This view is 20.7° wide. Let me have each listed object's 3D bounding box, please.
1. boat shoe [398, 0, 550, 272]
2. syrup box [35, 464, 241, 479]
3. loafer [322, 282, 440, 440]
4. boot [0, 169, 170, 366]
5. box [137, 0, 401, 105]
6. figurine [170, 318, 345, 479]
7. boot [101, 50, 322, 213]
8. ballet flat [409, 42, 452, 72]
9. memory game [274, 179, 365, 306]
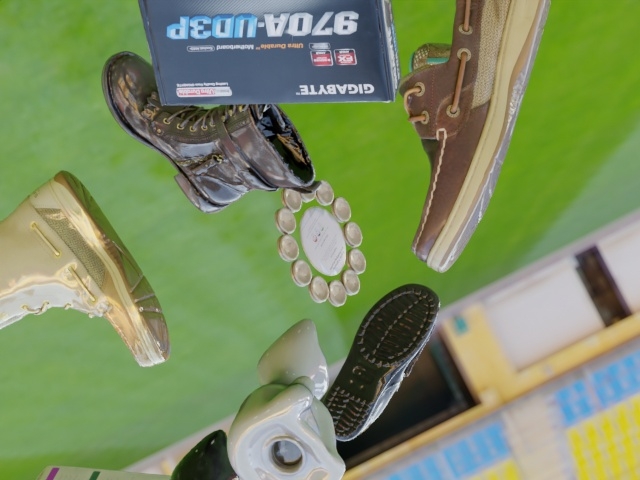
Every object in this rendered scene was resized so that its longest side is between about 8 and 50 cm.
[{"bbox_3d":[0.137,-0.138,1.782,0.123,0.342,0.123,17,171,8],"label":"boat shoe"},{"bbox_3d":[-0.192,0.309,1.872,0.237,0.093,0.096,4,-156,10],"label":"syrup box"},{"bbox_3d":[0.074,0.149,2.181,0.220,0.080,0.078,-55,164,2],"label":"loafer"},{"bbox_3d":[-0.319,0.075,2.117,0.203,0.262,0.095,-32,179,8],"label":"boot"},{"bbox_3d":[-0.047,-0.205,1.536,0.220,0.175,0.051,1,-144,14],"label":"box"},{"bbox_3d":[-0.062,0.174,1.410,0.215,0.092,0.209,-53,-168,16],"label":"figurine"},{"bbox_3d":[-0.127,-0.147,2.107,0.091,0.263,0.229,-48,-165,-30],"label":"boot"},{"bbox_3d":[0.180,-0.179,1.996,0.067,0.073,0.206,-1,175,35],"label":"ballet flat"},{"bbox_3d":[0.000,0.000,2.381,0.012,0.186,0.186,-20,179,36],"label":"memory game"}]
